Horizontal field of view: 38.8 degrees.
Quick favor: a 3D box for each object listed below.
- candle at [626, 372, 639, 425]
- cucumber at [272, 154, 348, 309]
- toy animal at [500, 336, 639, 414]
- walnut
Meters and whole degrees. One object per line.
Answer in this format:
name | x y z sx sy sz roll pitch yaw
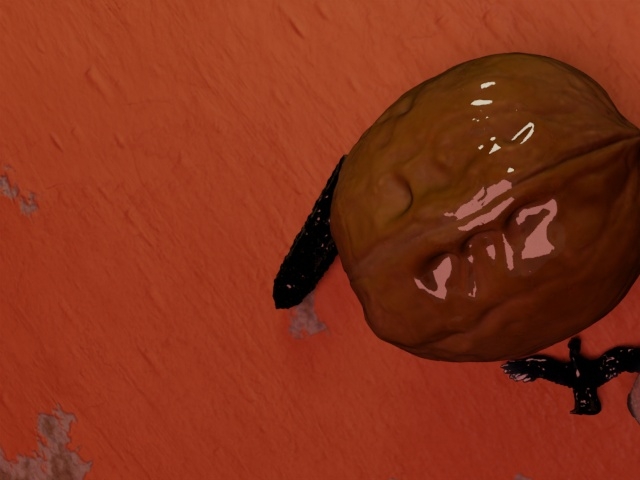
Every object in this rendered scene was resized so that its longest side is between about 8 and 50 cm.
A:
candle | 0.481 0.180 1.122 0.192 0.068 0.169 11 96 54
cucumber | 0.000 0.001 1.349 0.072 0.072 0.300 37 119 13
toy animal | 0.355 0.186 1.237 0.220 0.062 0.108 -15 78 30
walnut | 0.202 -0.034 1.097 0.398 0.308 0.354 -34 89 32
